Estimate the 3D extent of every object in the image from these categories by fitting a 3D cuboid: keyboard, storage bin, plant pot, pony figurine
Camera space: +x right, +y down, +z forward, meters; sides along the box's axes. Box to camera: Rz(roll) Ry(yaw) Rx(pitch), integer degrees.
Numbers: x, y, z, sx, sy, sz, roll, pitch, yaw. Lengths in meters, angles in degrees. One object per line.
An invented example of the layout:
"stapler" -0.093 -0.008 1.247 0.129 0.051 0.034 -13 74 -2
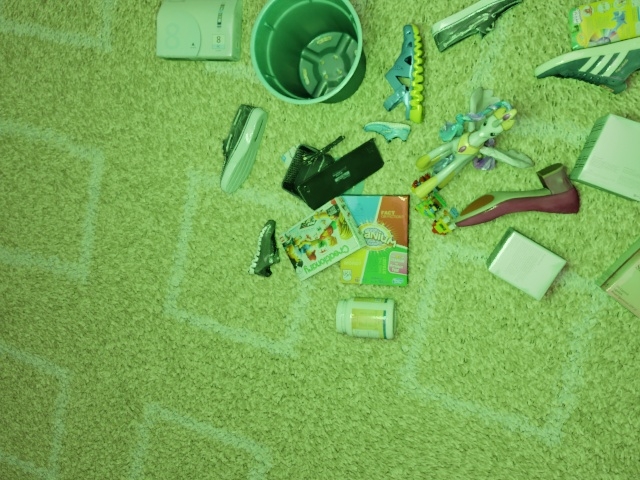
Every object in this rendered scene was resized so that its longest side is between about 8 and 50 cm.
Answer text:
"keyboard" 0.054 -0.255 1.684 0.317 0.033 0.202 -33 123 -4
"storage bin" -0.045 -0.239 1.758 0.122 0.084 0.180 32 104 25
"plant pot" -0.002 -0.590 1.583 0.340 0.334 0.342 2 98 16
"pony figurine" 0.475 -0.293 1.520 0.363 0.351 0.303 -37 83 36

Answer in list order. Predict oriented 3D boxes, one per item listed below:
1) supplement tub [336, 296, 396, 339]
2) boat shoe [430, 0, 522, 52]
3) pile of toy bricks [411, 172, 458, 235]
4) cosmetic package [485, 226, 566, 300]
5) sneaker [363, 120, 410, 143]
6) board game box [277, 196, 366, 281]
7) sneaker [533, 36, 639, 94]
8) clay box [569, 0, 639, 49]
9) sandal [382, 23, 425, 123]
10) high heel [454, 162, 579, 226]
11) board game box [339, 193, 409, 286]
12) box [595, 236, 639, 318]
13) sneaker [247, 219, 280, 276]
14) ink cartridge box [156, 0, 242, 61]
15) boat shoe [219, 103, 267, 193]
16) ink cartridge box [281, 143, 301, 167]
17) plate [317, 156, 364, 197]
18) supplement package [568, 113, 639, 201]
"supplement tub" 0.165 0.275 1.752 0.199 0.144 0.145 1 98 16
"boat shoe" 0.505 -0.690 1.549 0.301 0.108 0.102 -19 92 19
"pile of toy bricks" 0.369 -0.119 1.678 0.212 0.118 0.105 47 136 -11
"cosmetic package" 0.656 0.070 1.585 0.183 0.151 0.152 32 105 10
"sneaker" 0.225 -0.372 1.692 0.162 0.063 0.073 9 103 14
"board game box" 0.000 0.000 1.752 0.305 0.053 0.193 -32 82 36
"sneaker" 0.833 -0.503 1.474 0.349 0.131 0.148 -7 102 20
"clay box" 0.870 -0.656 1.480 0.221 0.053 0.128 -7 96 17
"sandal" 0.276 -0.549 1.626 0.138 0.126 0.318 3 97 19
"high heel" 0.635 -0.087 1.586 0.377 0.127 0.181 -25 109 20
"board game box" 0.191 -0.004 1.737 0.242 0.064 0.317 1 102 15
"box" 0.999 0.106 1.508 0.148 0.127 0.232 40 106 8
"sneaker" -0.192 0.037 1.857 0.106 0.078 0.235 22 106 9
"ink cartridge box" -0.441 -0.860 1.796 0.307 0.091 0.386 6 100 14
"boat shoe" -0.307 -0.342 1.827 0.119 0.121 0.335 25 92 19
"ink cartridge box" -0.098 -0.313 1.805 0.083 0.028 0.048 -39 86 16
"plate" 0.064 -0.208 1.778 0.188 0.024 0.188 2 99 16
"supplement package" 0.898 -0.245 1.477 0.194 0.149 0.203 24 103 11
